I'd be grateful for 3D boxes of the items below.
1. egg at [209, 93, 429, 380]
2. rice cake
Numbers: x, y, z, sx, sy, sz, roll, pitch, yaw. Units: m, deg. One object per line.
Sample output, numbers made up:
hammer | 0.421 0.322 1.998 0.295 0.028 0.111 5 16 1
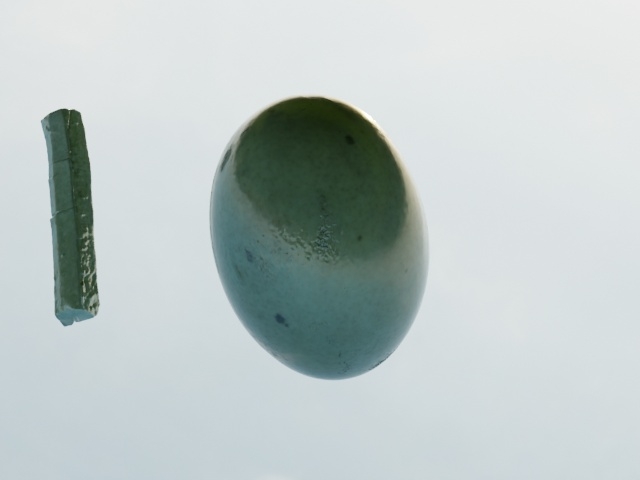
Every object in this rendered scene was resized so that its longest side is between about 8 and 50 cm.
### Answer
egg | 0.000 0.000 1.245 0.169 0.237 0.169 -7 -149 4
rice cake | -0.274 -0.028 1.750 0.042 0.045 0.245 19 -121 -52
